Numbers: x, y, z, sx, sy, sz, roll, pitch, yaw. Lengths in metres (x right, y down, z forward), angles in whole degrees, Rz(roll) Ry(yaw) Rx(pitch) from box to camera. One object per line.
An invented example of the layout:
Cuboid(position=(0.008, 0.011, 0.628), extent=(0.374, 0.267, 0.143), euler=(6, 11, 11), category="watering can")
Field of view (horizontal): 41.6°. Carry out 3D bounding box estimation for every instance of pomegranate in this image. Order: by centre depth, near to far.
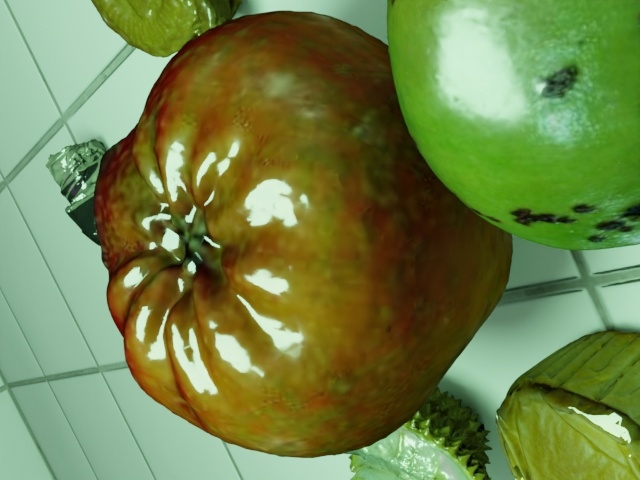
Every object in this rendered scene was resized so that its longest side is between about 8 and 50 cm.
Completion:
Cuboid(position=(0.200, -0.121, 0.536), extent=(0.323, 0.290, 0.291), euler=(26, 133, 31), category="pomegranate")

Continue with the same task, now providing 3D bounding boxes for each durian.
Cuboid(position=(0.138, 0.255, 0.996), extent=(0.237, 0.137, 0.194), euler=(39, 135, 31), category="durian")

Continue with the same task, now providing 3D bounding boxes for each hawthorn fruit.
Cuboid(position=(0.000, 0.000, 0.806), extent=(0.402, 0.402, 0.403), euler=(32, 136, 37), category="hawthorn fruit")

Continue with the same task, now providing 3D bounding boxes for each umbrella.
Cuboid(position=(-0.354, -0.009, 1.489), extent=(0.358, 0.113, 0.106), euler=(63, 174, -11), category="umbrella")

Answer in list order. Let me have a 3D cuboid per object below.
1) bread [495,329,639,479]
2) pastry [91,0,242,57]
Cuboid(position=(0.285, 0.215, 0.773), extent=(0.227, 0.142, 0.254), euler=(2, 118, 51), category="bread")
Cuboid(position=(-0.184, -0.351, 1.014), extent=(0.235, 0.132, 0.240), euler=(14, 131, 37), category="pastry")
